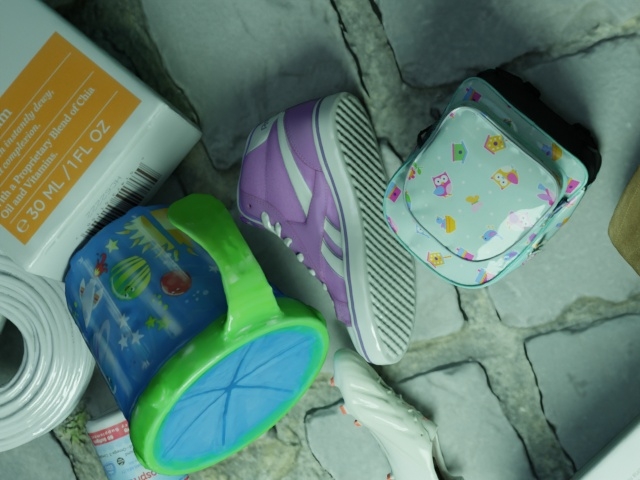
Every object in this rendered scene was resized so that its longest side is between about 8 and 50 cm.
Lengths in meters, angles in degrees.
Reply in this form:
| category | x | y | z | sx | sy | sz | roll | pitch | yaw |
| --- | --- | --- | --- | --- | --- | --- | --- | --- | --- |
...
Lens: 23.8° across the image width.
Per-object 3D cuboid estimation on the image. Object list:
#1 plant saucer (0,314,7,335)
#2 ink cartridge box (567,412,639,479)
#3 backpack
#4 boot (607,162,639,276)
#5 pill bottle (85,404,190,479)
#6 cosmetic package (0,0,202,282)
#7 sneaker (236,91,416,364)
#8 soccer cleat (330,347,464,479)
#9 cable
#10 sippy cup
| category | x | y | z | sx | sy | sz | roll | pitch | yaw |
| --- | --- | --- | --- | --- | --- | --- | --- | --- | --- |
| plant saucer | -0.566 | 0.031 | 1.817 | 0.401 | 0.100 | 0.400 | -1 | 94 | -7 |
| ink cartridge box | 0.391 | 0.357 | 1.429 | 0.395 | 0.166 | 0.285 | 46 | 119 | 11 |
| backpack | 0.155 | -0.048 | 1.459 | 0.166 | 0.144 | 0.188 | 40 | 121 | 6 |
| boot | 0.349 | -0.075 | 1.354 | 0.115 | 0.112 | 0.305 | 42 | 133 | 24 |
| pill bottle | -0.203 | 0.266 | 1.757 | 0.087 | 0.087 | 0.160 | -22 | 93 | 30 |
| cosmetic package | -0.379 | -0.180 | 1.643 | 0.453 | 0.161 | 0.230 | 39 | 91 | 14 |
| sneaker | 0.000 | 0.000 | 1.582 | 0.161 | 0.102 | 0.282 | -15 | 85 | 33 |
| soccer cleat | 0.082 | 0.192 | 1.607 | 0.076 | 0.068 | 0.196 | -27 | 97 | 25 |
| cable | -0.386 | 0.120 | 1.751 | 0.257 | 0.089 | 0.257 | -25 | 98 | -4 |
| sippy cup | -0.147 | 0.088 | 1.596 | 0.305 | 0.240 | 0.224 | -50 | 63 | 17 |
